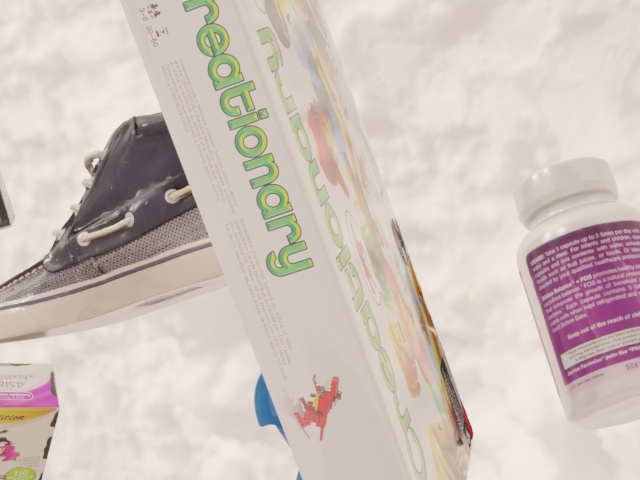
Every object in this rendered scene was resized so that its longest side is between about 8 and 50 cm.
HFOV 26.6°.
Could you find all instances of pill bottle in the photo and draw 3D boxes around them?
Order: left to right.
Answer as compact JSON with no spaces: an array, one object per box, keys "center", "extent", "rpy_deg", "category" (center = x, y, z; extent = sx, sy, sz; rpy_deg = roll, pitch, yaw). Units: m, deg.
[{"center":[0.333,0.060,1.618],"extent":[0.169,0.169,0.301],"rpy_deg":[-34,62,42],"category":"pill bottle"}]

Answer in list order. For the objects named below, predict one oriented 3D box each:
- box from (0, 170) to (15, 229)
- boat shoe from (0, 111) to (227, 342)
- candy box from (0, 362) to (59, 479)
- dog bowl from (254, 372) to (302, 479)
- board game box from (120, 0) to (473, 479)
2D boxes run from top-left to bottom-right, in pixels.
[{"center":[-0.383,-0.117,1.441],"extent":[0.175,0.051,0.220],"rpy_deg":[-164,57,-78],"category":"box"},{"center":[-0.184,-0.013,1.216],"extent":[0.340,0.127,0.158],"rpy_deg":[-17,83,23],"category":"boat shoe"},{"center":[-0.378,0.234,1.445],"extent":[0.159,0.071,0.233],"rpy_deg":[3,129,-22],"category":"candy box"},{"center":[0.030,0.242,1.483],"extent":[0.166,0.074,0.297],"rpy_deg":[1,113,33],"category":"dog bowl"},{"center":[0.000,0.000,0.671],"extent":[0.053,0.193,0.305],"rpy_deg":[-18,100,13],"category":"board game box"}]
